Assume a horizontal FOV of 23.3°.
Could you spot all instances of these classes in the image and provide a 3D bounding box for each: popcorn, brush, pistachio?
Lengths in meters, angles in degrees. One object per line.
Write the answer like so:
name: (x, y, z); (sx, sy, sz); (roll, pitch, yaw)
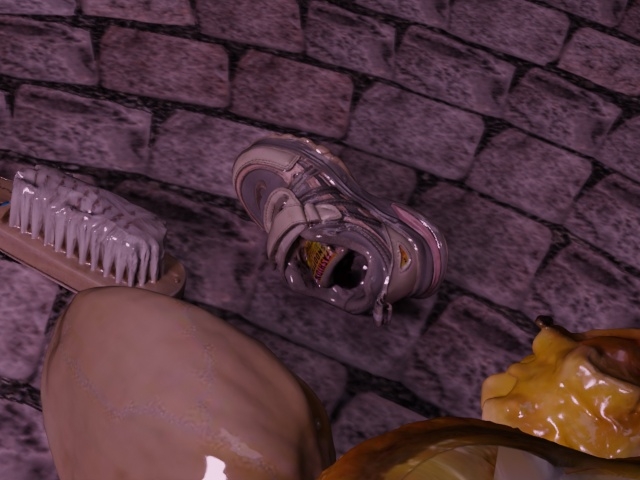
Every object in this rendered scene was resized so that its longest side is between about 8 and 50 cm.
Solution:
popcorn: (0.186, 0.116, 1.001); (0.167, 0.152, 0.148); (-11, 21, -38)
brush: (-0.239, -0.043, 1.122); (0.327, 0.065, 0.070); (26, 37, 17)
pistachio: (-0.079, 0.113, 0.894); (0.153, 0.138, 0.238); (-33, 47, -6)

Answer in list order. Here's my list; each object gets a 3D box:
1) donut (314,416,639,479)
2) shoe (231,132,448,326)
donut: (0.101, 0.185, 0.577); (0.330, 0.160, 0.330); (7, 28, -3)
shoe: (0.000, 0.000, 1.138); (0.180, 0.089, 0.092); (33, 39, 11)
